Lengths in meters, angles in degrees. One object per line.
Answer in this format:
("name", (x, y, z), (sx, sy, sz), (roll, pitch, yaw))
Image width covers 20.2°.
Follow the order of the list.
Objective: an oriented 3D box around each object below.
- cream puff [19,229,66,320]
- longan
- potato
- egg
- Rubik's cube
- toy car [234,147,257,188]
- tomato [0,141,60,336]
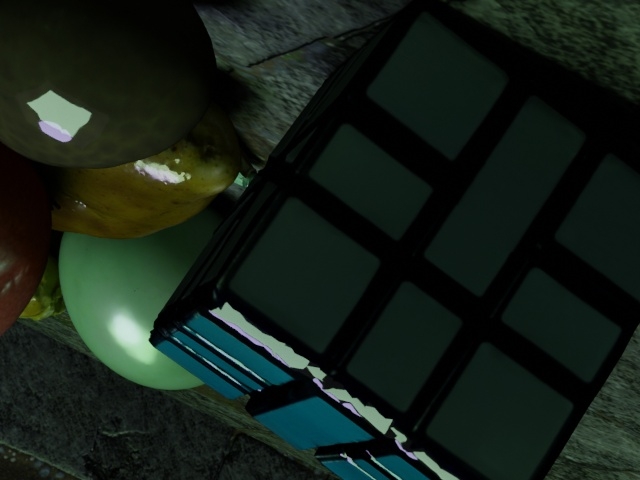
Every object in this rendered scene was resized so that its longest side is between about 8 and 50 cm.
("cream puff", (-0.367, -0.030, 2.181), (0.282, 0.185, 0.282), (48, -171, -10))
("longan", (-0.189, -0.149, 1.437), (0.212, 0.198, 0.198), (3, 157, 42))
("potato", (-0.209, -0.088, 1.760), (0.369, 0.176, 0.195), (-2, 107, 56))
("egg", (-0.190, 0.051, 2.112), (0.220, 0.220, 0.269), (4, 135, 54))
("Rubik's cube", (0.070, 0.030, 1.385), (0.283, 0.293, 0.288), (34, 167, -8))
("toy car", (-0.099, -0.086, 1.840), (0.059, 0.035, 0.122), (23, 171, 27))
("tomato", (-0.428, -0.013, 1.669), (0.341, 0.272, 0.341), (26, 150, 16))
